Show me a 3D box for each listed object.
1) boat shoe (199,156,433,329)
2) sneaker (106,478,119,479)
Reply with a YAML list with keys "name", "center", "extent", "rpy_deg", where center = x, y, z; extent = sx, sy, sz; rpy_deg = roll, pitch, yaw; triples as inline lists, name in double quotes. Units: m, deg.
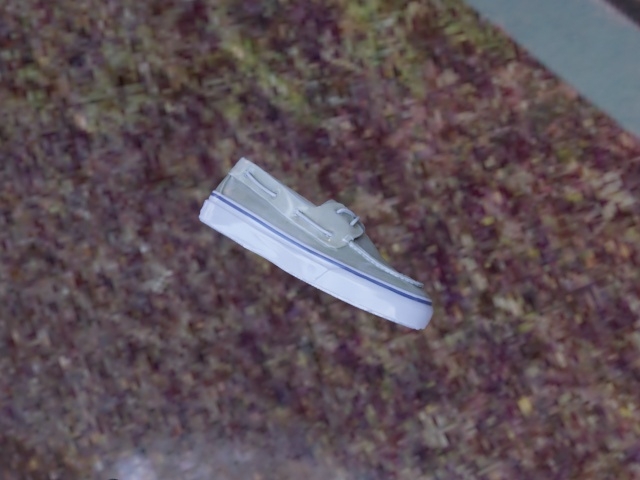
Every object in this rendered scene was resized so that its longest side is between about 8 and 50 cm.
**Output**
- name: "boat shoe"
  center: [0.000, 0.000, 1.607]
  extent: [0.302, 0.109, 0.094]
  rpy_deg: [28, 90, 22]
- name: "sneaker"
  center: [-0.273, 0.436, 1.865]
  extent: [0.106, 0.162, 0.281]
  rpy_deg: [-115, 0, -61]
